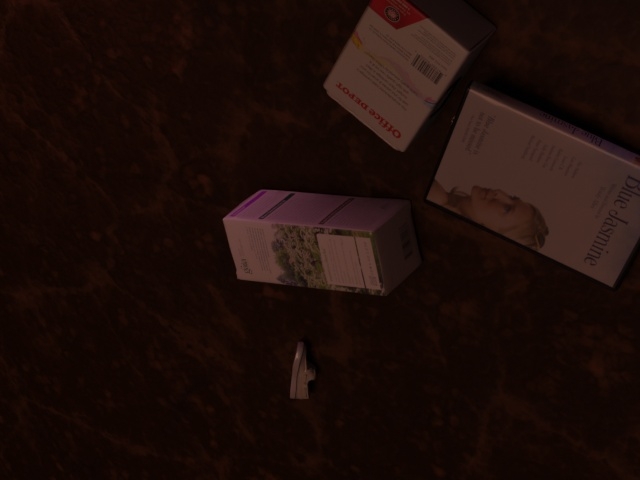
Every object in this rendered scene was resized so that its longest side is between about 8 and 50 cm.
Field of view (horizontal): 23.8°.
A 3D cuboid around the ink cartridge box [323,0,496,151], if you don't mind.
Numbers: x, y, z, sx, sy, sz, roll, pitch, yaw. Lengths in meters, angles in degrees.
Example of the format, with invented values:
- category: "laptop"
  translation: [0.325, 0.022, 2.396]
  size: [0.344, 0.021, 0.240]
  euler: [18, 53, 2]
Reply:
- category: "ink cartridge box"
  translation: [0.098, -0.208, 1.732]
  size: [0.127, 0.072, 0.175]
  euler: [40, 135, 7]

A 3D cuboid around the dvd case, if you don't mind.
- category: "dvd case"
  translation: [0.256, -0.059, 1.722]
  size: [0.253, 0.022, 0.180]
  euler: [25, 132, 7]

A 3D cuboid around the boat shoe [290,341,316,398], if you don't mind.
- category: "boat shoe"
  translation: [-0.022, 0.184, 2.128]
  size: [0.035, 0.035, 0.100]
  euler: [7, 123, 1]

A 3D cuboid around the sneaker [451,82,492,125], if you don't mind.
- category: "sneaker"
  translation: [0.178, -0.150, 1.744]
  size: [0.031, 0.035, 0.083]
  euler: [37, 151, 1]

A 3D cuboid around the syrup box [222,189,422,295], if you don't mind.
- category: "syrup box"
  translation: [0.000, 0.000, 1.934]
  size: [0.237, 0.096, 0.093]
  euler: [6, 120, 35]
